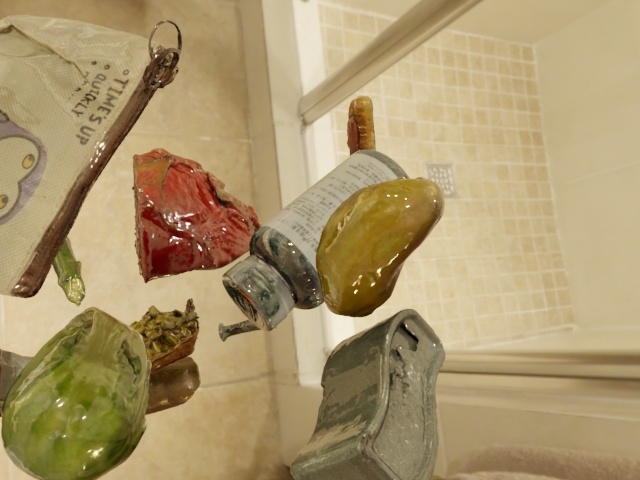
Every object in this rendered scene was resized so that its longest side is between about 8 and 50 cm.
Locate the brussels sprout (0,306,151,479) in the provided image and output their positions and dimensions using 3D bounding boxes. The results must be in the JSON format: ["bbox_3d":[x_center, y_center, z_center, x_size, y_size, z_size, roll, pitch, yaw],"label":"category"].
[{"bbox_3d":[-0.373,0.244,0.897,0.210,0.219,0.271,15,63,4],"label":"brussels sprout"}]

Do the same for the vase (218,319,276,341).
[{"bbox_3d":[-0.218,0.254,1.680,0.167,0.059,0.059,-16,88,8],"label":"vase"}]

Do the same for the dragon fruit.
[{"bbox_3d":[-0.269,-0.048,1.210,0.330,0.240,0.302,2,75,-42],"label":"dragon fruit"}]

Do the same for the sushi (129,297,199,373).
[{"bbox_3d":[-0.410,0.245,1.473,0.296,0.167,0.179,-11,119,-53],"label":"sushi"}]

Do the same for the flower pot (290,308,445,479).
[{"bbox_3d":[0.064,0.182,0.629,0.103,0.108,0.229,42,39,-15],"label":"flower pot"}]

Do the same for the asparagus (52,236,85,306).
[{"bbox_3d":[-0.776,0.072,1.713,0.082,0.343,0.085,6,118,-39],"label":"asparagus"}]

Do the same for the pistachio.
[{"bbox_3d":[0.051,0.001,0.613,0.110,0.189,0.100,5,40,-41],"label":"pistachio"}]

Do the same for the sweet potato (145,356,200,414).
[{"bbox_3d":[-0.524,0.436,1.604,0.370,0.158,0.157,-15,87,-14],"label":"sweet potato"}]

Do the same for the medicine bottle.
[{"bbox_3d":[0.000,0.000,0.813,0.293,0.141,0.141,-39,101,-22],"label":"medicine bottle"}]

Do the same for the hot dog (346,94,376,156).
[{"bbox_3d":[0.076,-0.170,1.095,0.047,0.066,0.215,-12,110,-24],"label":"hot dog"}]

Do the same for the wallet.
[{"bbox_3d":[-0.324,-0.121,0.617,0.275,0.068,0.335,23,79,20],"label":"wallet"}]

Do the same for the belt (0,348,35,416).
[{"bbox_3d":[-0.791,0.319,1.276,0.338,0.218,0.122,49,27,-61],"label":"belt"}]
